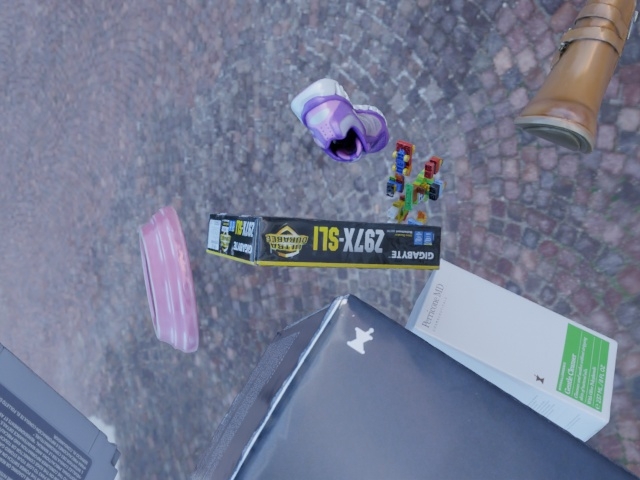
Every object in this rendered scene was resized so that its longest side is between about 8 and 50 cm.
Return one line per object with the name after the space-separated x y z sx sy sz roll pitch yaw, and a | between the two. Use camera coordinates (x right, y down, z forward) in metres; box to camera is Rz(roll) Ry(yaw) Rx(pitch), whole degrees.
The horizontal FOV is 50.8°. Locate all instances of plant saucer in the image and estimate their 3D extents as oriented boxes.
-0.344 0.091 1.505 0.332 0.084 0.332 171 90 -73 | plant saucer

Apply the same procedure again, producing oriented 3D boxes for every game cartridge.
-0.356 0.246 0.739 0.062 0.198 0.297 -5 132 31 | game cartridge

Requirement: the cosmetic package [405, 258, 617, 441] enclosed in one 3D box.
0.339 0.215 1.260 0.365 0.197 0.155 25 138 4 | cosmetic package

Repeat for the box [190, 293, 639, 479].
0.108 0.332 0.865 0.297 0.479 0.472 -58 3 -17 | box

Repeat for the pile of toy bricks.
0.205 -0.114 1.369 0.118 0.105 0.212 24 136 26 | pile of toy bricks

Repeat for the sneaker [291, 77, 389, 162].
0.046 -0.165 1.066 0.095 0.236 0.105 -34 68 22 | sneaker

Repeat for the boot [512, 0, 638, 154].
0.243 -0.165 0.621 0.073 0.197 0.152 24 108 8 | boot

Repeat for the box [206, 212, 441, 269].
0.000 0.000 1.127 0.257 0.322 0.079 -177 89 -64 | box
